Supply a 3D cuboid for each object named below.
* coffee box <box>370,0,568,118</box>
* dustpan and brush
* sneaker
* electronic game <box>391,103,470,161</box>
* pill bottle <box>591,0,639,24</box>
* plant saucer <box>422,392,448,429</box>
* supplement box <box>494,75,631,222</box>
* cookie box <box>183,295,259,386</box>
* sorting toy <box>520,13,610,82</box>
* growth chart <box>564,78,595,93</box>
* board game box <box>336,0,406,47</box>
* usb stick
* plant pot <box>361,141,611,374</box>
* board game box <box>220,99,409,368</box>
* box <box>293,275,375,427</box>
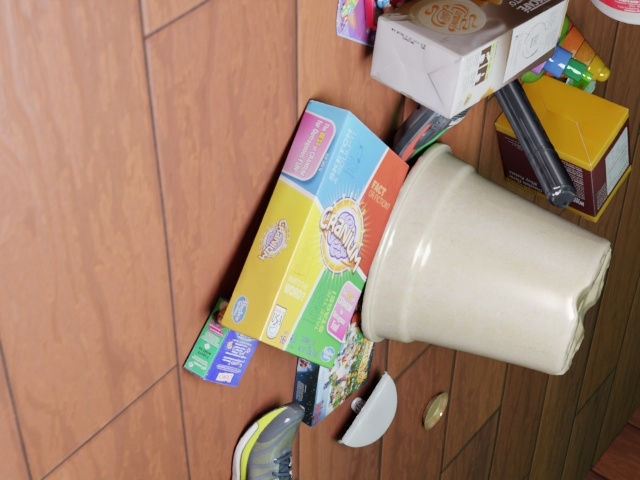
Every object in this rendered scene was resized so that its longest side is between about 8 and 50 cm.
[{"bbox_3d":[0.201,-0.272,1.638,0.246,0.141,0.098,-32,143,-37],"label":"coffee box"},{"bbox_3d":[0.094,0.315,2.181,0.147,0.060,0.211,-56,146,-9],"label":"dustpan and brush"},{"bbox_3d":[-0.073,0.384,1.869,0.111,0.121,0.300,-12,125,-57],"label":"sneaker"},{"bbox_3d":[0.191,-0.195,1.791,0.229,0.048,0.229,-42,174,-6],"label":"electronic game"},{"bbox_3d":[0.494,-0.530,1.898,0.229,0.229,0.408,-58,152,-9],"label":"pill bottle"},{"bbox_3d":[0.228,0.340,2.465,0.083,0.015,0.083,-41,147,-35],"label":"plant saucer"},{"bbox_3d":[0.430,-0.164,2.161,0.129,0.191,0.194,-53,151,-17],"label":"supplement box"},{"bbox_3d":[-0.124,0.137,1.643,0.107,0.040,0.092,-63,152,0],"label":"cookie box"},{"bbox_3d":[0.405,-0.287,1.968,0.127,0.126,0.365,-62,172,16],"label":"sorting toy"},{"bbox_3d":[0.481,-0.246,2.363,0.172,0.021,0.237,-4,117,-58],"label":"growth chart"},{"bbox_3d":[0.085,-0.317,1.601,0.168,0.033,0.133,3,112,-61],"label":"board game box"},{"bbox_3d":[0.321,-0.176,1.909,0.045,0.278,0.077,-32,155,21],"label":"usb stick"},{"bbox_3d":[0.271,0.054,1.896,0.334,0.305,0.334,-57,159,-36],"label":"plant pot"},{"bbox_3d":[0.000,0.000,1.660,0.242,0.064,0.317,31,79,-63],"label":"board game box"},{"bbox_3d":[0.029,0.161,1.927,0.159,0.044,0.233,-33,141,-43],"label":"box"}]
